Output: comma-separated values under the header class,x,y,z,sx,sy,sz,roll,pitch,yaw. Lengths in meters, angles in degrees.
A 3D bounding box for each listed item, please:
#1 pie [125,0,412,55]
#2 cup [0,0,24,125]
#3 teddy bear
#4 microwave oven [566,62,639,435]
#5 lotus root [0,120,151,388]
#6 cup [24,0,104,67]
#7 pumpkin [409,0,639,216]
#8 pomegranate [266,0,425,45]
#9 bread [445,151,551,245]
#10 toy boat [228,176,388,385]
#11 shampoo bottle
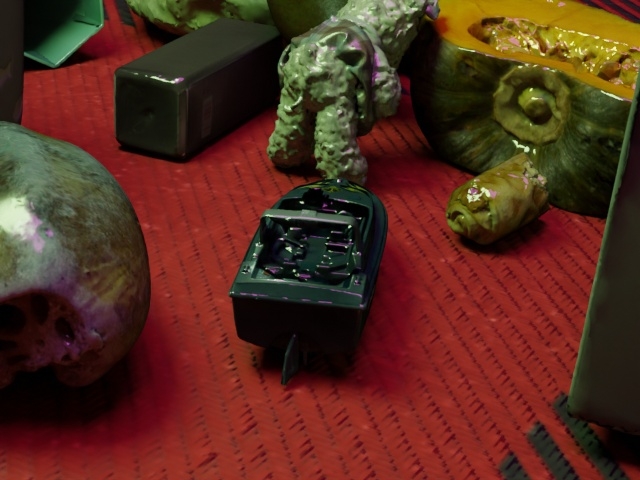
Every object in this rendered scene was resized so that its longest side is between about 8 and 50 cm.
class,x,y,z,sx,sy,sz,roll,pitch,yaw
pie,-0.034,-0.329,1.490,0.395,0.180,0.418,-7,35,-24
cup,-0.369,-0.150,0.945,0.259,0.274,0.356,7,30,5
teddy bear,0.018,-0.157,1.095,0.133,0.213,0.111,20,-11,37
microwave oven,0.314,-0.046,0.812,0.218,0.286,0.355,13,26,16
lotus root,-0.207,-0.012,0.841,0.158,0.140,0.322,-5,25,-18
cup,-0.355,-0.286,1.407,0.148,0.134,0.236,25,0,-41
pumpkin,0.242,-0.135,1.159,0.317,0.139,0.222,22,34,35
pomegranate,0.049,-0.261,1.231,0.210,0.180,0.180,-14,17,26
bread,0.148,-0.033,1.023,0.066,0.060,0.110,5,20,40
toy boat,0.000,0.000,0.889,0.093,0.103,0.246,6,23,6
shampoo bottle,-0.107,-0.157,1.223,0.079,0.080,0.246,15,27,19
